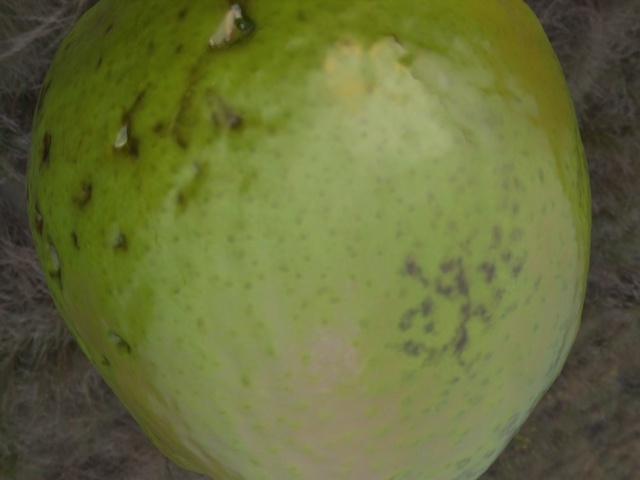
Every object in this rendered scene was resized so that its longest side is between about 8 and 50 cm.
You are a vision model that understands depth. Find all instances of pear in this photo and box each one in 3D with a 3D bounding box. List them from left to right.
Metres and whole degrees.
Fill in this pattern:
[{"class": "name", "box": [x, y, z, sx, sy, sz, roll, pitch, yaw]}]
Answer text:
[{"class": "pear", "box": [0.000, 0.000, 0.487, 0.391, 0.391, 0.391, -21, 145, -16]}]
